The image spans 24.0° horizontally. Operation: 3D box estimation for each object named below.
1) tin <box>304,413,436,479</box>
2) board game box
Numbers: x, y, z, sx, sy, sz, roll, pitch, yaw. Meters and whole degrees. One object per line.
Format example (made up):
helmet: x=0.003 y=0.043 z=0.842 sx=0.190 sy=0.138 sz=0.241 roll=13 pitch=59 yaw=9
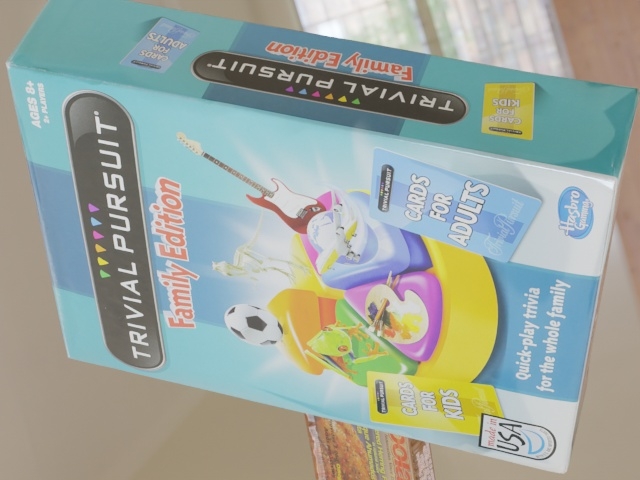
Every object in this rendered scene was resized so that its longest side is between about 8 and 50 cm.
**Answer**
tin: x=0.042 y=0.172 z=1.197 sx=0.040 sy=0.106 sz=0.189 roll=-29 pitch=-60 yaw=-39
board game box: x=0.000 y=0.000 z=0.892 sx=0.253 sy=0.336 sz=0.079 roll=88 pitch=-162 yaw=-46
